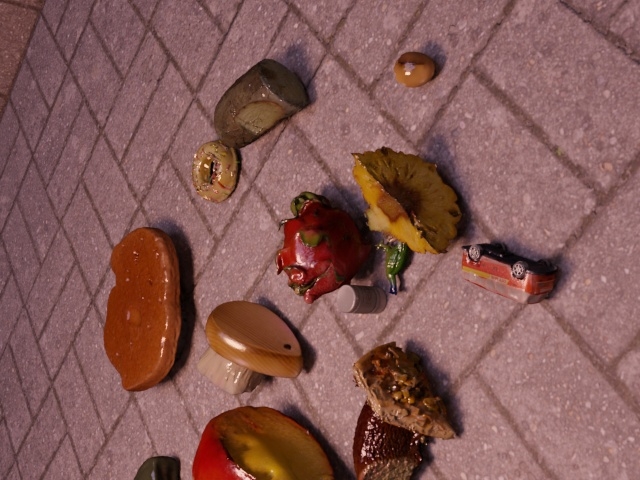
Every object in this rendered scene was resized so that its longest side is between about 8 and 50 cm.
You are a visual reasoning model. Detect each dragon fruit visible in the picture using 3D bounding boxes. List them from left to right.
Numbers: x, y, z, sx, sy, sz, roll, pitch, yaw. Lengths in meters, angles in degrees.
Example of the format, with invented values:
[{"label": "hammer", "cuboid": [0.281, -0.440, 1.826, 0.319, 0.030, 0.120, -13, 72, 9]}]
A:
[{"label": "dragon fruit", "cuboid": [-0.020, 0.009, 1.822, 0.200, 0.198, 0.269, -36, 43, -11]}]

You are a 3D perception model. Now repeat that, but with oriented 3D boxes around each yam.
[{"label": "yam", "cuboid": [-0.148, -0.332, 2.063, 0.254, 0.154, 0.154, -27, 65, 49]}]

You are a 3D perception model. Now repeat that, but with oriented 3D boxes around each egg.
[{"label": "egg", "cuboid": [0.190, -0.340, 1.721, 0.083, 0.071, 0.071, 15, 97, 37]}]

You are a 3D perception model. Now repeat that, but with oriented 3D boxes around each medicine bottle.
[{"label": "medicine bottle", "cuboid": [0.084, 0.121, 1.765, 0.058, 0.091, 0.058, -8, 79, 49]}]

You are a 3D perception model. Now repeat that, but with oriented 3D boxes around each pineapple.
[{"label": "pineapple", "cuboid": [0.172, -0.068, 1.672, 0.250, 0.139, 0.164, 46, 153, 18]}]

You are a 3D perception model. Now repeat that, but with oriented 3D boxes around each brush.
[{"label": "brush", "cuboid": [-0.154, 0.267, 1.986, 0.266, 0.174, 0.166, 28, 121, 31]}]

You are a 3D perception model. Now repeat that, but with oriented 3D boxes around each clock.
[{"label": "clock", "cuboid": [-0.445, 0.246, 2.409, 0.215, 0.042, 0.215, -9, 79, 49]}]

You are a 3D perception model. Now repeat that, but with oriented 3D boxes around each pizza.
[{"label": "pizza", "cuboid": [0.155, 0.279, 1.616, 0.226, 0.147, 0.069, 58, 139, 37]}]

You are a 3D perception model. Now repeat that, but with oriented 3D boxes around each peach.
[{"label": "peach", "cuboid": [-0.116, 0.486, 1.819, 0.338, 0.281, 0.281, -16, 73, 52]}]

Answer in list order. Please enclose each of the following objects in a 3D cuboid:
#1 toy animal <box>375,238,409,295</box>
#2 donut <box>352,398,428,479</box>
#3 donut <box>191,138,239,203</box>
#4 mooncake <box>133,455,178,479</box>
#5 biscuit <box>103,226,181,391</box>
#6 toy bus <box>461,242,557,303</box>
[{"label": "toy animal", "cuboid": [0.154, -0.001, 1.742, 0.075, 0.041, 0.217, 18, 95, 48]}, {"label": "donut", "cuboid": [0.124, 0.390, 1.667, 0.144, 0.126, 0.187, 50, 122, 49]}, {"label": "donut", "cuboid": [-0.279, -0.182, 2.251, 0.174, 0.068, 0.175, -10, 76, 48]}, {"label": "mooncake", "cuboid": [-0.419, 0.658, 2.278, 0.168, 0.104, 0.175, -10, 76, 52]}, {"label": "biscuit", "cuboid": [-0.486, 0.190, 2.375, 0.349, 0.078, 0.456, 2, 86, 53]}, {"label": "toy bus", "cuboid": [0.326, 0.057, 1.506, 0.174, 0.079, 0.077, 24, 112, 48]}]
